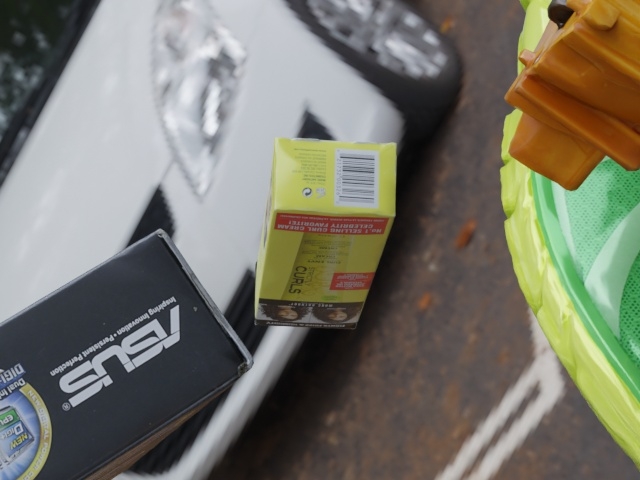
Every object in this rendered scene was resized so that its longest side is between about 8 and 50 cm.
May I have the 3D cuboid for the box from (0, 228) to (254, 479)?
[{"bbox_3d":[-0.171,0.112,0.573,0.270,0.060,0.216,-32,-4,-24],"label":"box"}]

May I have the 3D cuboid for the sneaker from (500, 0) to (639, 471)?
[{"bbox_3d":[0.135,-0.039,0.549,0.123,0.109,0.295,-22,48,31],"label":"sneaker"}]

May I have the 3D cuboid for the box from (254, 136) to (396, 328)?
[{"bbox_3d":[0.000,0.000,1.150,0.232,0.087,0.058,106,166,-66],"label":"box"}]

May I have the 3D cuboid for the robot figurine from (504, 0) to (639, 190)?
[{"bbox_3d":[0.173,-0.108,0.468,0.291,0.211,0.085,-57,3,-32],"label":"robot figurine"}]
